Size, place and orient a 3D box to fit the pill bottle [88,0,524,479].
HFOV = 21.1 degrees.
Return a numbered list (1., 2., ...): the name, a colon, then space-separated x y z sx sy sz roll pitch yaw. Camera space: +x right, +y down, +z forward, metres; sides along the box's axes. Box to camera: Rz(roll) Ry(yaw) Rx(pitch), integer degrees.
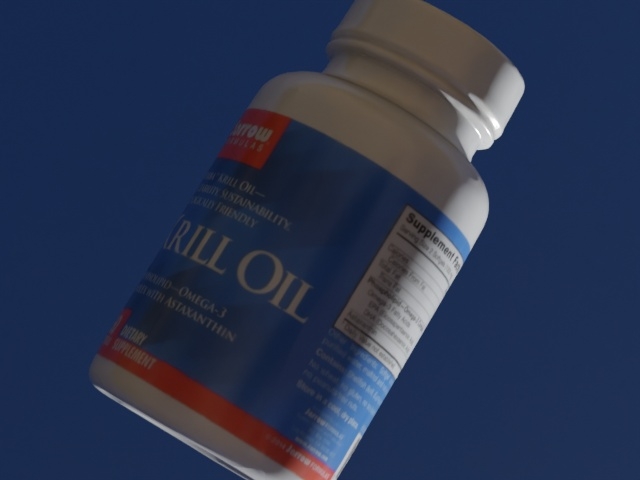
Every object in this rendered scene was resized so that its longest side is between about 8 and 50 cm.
1. pill bottle: 0.000 0.000 0.791 0.124 0.124 0.221 29 -100 8
